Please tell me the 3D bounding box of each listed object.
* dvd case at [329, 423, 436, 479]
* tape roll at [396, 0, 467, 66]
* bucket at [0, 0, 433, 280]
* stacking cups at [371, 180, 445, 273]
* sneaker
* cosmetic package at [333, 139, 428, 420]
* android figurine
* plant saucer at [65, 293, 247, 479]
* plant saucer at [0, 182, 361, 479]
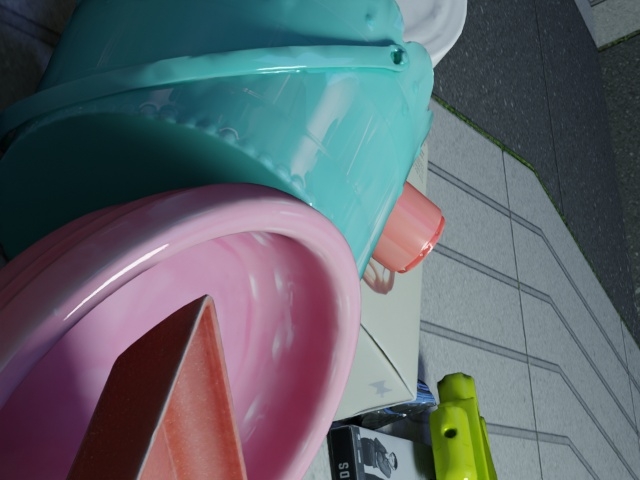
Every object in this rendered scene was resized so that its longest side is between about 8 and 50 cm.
[{"bbox_3d":[0.076,0.282,1.551,0.238,0.029,0.179,28,52,-64],"label":"dvd case"},{"bbox_3d":[-0.020,-0.228,1.319,0.286,0.100,0.286,20,47,-23],"label":"tape roll"},{"bbox_3d":[-0.074,-0.054,1.046,0.281,0.281,0.183,61,34,-35],"label":"bucket"},{"bbox_3d":[-0.039,-0.088,1.188,0.316,0.096,0.096,37,33,-12],"label":"stacking cups"},{"bbox_3d":[0.049,0.129,1.512,0.221,0.083,0.087,32,41,-66],"label":"sneaker"},{"bbox_3d":[0.000,0.000,1.363,0.129,0.153,0.296,55,29,-41],"label":"cosmetic package"},{"bbox_3d":[0.164,0.285,1.673,0.248,0.056,0.273,70,13,-50],"label":"android figurine"},{"bbox_3d":[-0.097,0.198,0.786,0.259,0.047,0.258,85,18,-49],"label":"plant saucer"},{"bbox_3d":[-0.117,0.105,0.888,0.332,0.084,0.332,-36,145,-30],"label":"plant saucer"}]
